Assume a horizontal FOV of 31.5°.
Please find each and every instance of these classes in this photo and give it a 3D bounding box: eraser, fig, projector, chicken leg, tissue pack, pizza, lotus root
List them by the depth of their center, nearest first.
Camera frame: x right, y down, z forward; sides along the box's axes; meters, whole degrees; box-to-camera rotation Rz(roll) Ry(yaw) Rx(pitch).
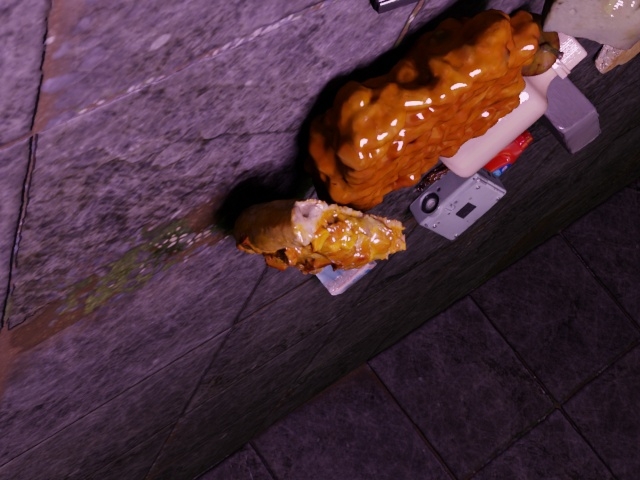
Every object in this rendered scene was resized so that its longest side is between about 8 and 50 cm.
[{"bbox_3d":[0.389,-0.366,1.395,0.314,0.142,0.210,123,-13,-46],"label":"lotus root"},{"bbox_3d":[0.000,0.000,1.458,0.226,0.086,0.335,7,175,-4],"label":"pizza"},{"bbox_3d":[0.282,-0.259,1.495,0.089,0.089,0.125,-37,-168,-4],"label":"fig"},{"bbox_3d":[0.204,-0.115,2.008,0.083,0.021,0.036,-37,177,1],"label":"chicken leg"},{"bbox_3d":[0.437,-0.230,2.032,0.077,0.111,0.352,-40,168,11],"label":"eraser"},{"bbox_3d":[0.048,0.052,2.087,0.094,0.058,0.074,-40,169,11],"label":"tissue pack"},{"bbox_3d":[0.259,-0.074,2.121,0.147,0.061,0.115,-43,139,22],"label":"projector"}]

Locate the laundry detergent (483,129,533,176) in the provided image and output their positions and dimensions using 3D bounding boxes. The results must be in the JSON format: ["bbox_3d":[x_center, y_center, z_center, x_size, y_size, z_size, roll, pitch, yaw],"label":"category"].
[{"bbox_3d":[0.338,-0.155,2.184,0.165,0.049,0.097,-41,161,3],"label":"laundry detergent"}]

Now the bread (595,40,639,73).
[{"bbox_3d":[0.596,-0.400,2.033,0.182,0.039,0.251,-31,166,-31],"label":"bread"}]

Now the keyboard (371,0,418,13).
[{"bbox_3d":[0.199,-0.299,1.143,0.310,0.018,0.101,-19,164,-6],"label":"keyboard"}]

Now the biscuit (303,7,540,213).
[{"bbox_3d":[0.123,-0.161,1.415,0.312,0.110,0.318,-34,167,-8],"label":"biscuit"}]

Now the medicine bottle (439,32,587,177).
[{"bbox_3d":[0.265,-0.208,1.630,0.252,0.114,0.114,-42,167,17],"label":"medicine bottle"}]
